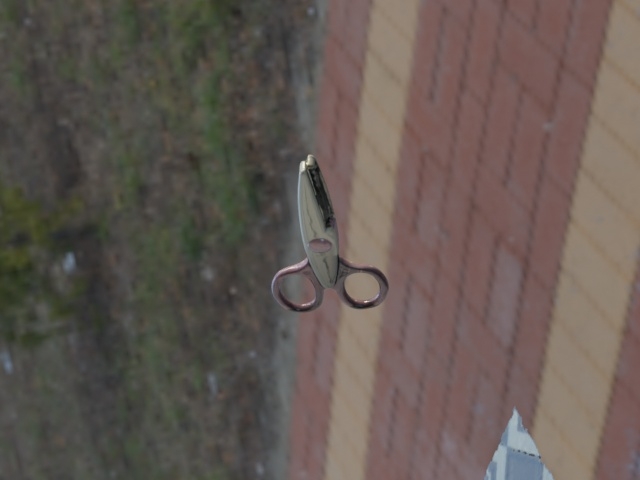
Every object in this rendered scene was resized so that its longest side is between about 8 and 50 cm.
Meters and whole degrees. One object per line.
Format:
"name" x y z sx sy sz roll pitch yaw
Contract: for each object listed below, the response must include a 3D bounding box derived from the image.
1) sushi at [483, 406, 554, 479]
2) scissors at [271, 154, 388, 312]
"sushi" 0.099 0.255 0.971 0.231 0.047 0.220 -115 35 -50
"scissors" 0.000 0.000 1.140 0.176 0.085 0.022 79 -169 -54
